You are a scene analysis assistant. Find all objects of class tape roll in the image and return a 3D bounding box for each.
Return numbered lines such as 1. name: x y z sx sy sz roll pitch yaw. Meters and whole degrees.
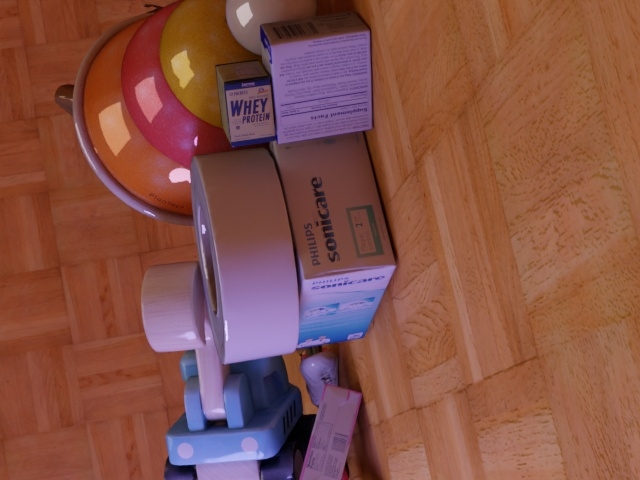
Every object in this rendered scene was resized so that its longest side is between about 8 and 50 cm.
1. tape roll: -0.104 0.021 1.593 0.286 0.100 0.286 171 90 -79

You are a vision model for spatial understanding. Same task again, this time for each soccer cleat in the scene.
1. soccer cleat: 0.004 0.239 2.028 0.196 0.068 0.076 87 165 -68

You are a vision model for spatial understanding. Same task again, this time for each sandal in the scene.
1. sandal: -0.029 0.172 2.173 0.072 0.049 0.180 -115 18 -56

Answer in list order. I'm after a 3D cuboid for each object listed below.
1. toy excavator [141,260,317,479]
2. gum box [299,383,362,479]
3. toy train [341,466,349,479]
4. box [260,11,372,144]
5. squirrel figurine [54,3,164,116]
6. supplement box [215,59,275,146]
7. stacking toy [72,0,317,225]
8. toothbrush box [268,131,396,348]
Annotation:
1. toy excavator: -0.164 0.226 1.920 0.433 0.222 0.445 -42 -57 -75
2. gum box: 0.010 0.334 1.858 0.107 0.062 0.188 101 -175 -61
3. toy train: 0.011 0.469 2.113 0.248 0.105 0.143 -125 17 -67
4. box: -0.005 -0.202 1.474 0.072 0.126 0.137 -117 21 -56
5. squirrel figurine: -0.215 -0.291 2.149 0.397 0.370 0.281 9 147 39
6. supplement box: -0.093 -0.170 1.468 0.083 0.056 0.083 -119 22 -63
7. stacking toy: -0.124 -0.242 1.673 0.480 0.350 0.351 -31 68 59
8. toothbrush box: 0.000 0.000 1.635 0.295 0.126 0.216 102 157 -66
